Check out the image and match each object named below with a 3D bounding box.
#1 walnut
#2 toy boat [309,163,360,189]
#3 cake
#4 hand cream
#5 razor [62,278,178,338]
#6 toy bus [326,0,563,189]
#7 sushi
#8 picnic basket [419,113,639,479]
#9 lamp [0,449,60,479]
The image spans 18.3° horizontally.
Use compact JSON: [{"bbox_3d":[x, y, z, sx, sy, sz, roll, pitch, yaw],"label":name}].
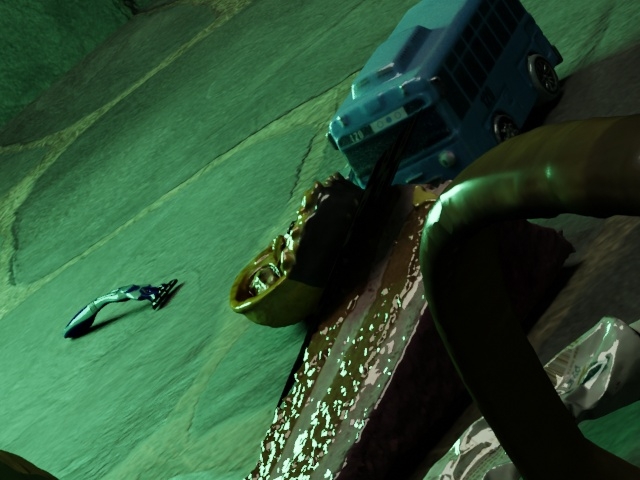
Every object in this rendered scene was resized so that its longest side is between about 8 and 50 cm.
[{"bbox_3d":[-0.025,0.037,1.597,0.091,0.052,0.121,-34,15,14],"label":"walnut"},{"bbox_3d":[0.030,-0.040,1.691,0.069,0.059,0.173,-28,17,25],"label":"toy boat"},{"bbox_3d":[0.043,0.068,1.288,0.116,0.113,0.295,-16,30,53],"label":"cake"},{"bbox_3d":[0.106,0.123,1.090,0.257,0.050,0.084,-41,19,-8],"label":"hand cream"},{"bbox_3d":[-0.205,0.065,1.938,0.154,0.028,0.044,-22,21,39],"label":"razor"},{"bbox_3d":[0.102,-0.118,1.631,0.116,0.133,0.234,-25,19,33],"label":"toy bus"},{"bbox_3d":[0.000,0.000,1.412,0.215,0.050,0.192,-50,-17,-72],"label":"sushi"},{"bbox_3d":[0.152,0.090,0.590,0.337,0.337,0.293,-42,17,-21],"label":"picnic basket"},{"bbox_3d":[-0.197,0.237,1.099,0.250,0.284,0.250,-14,67,35],"label":"lamp"}]
